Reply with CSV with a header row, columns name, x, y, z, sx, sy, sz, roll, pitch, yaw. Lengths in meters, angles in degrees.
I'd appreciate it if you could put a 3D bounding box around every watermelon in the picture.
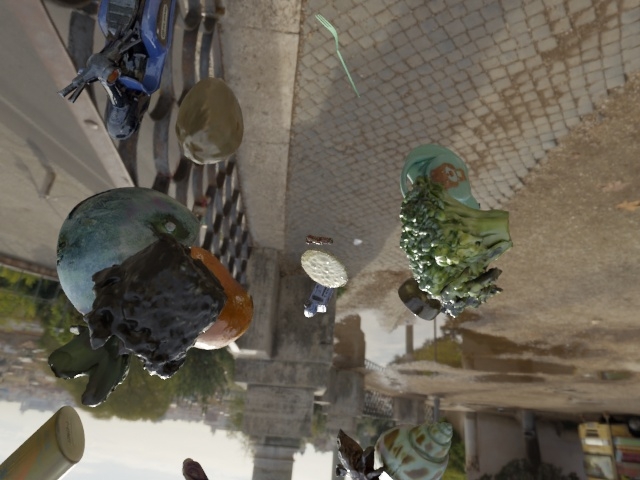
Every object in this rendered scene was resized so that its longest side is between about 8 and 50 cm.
name,x,y,z,sx,sy,sz,roll,pitch,yaw
watermelon,-0.385,-0.023,0.912,0.175,0.321,0.188,-17,122,29

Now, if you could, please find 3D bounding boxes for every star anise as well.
name,x,y,z,sx,sy,sz,roll,pitch,yaw
star anise,0.108,0.702,1.270,0.111,0.257,0.199,5,180,-40

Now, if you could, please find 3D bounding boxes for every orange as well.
name,x,y,z,sx,sy,sz,roll,pitch,yaw
orange,-0.355,0.185,1.322,0.275,0.274,0.310,-9,141,30

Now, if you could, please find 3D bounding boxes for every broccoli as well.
name,x,y,z,sx,sy,sz,roll,pitch,yaw
broccoli,0.301,0.012,1.071,0.272,0.324,0.334,-1,118,41

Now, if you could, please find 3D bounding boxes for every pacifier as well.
name,x,y,z,sx,sy,sz,roll,pitch,yaw
pacifier,0.378,-0.155,1.527,0.289,0.343,0.269,1,155,-17

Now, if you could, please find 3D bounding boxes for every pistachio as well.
name,x,y,z,sx,sy,sz,roll,pitch,yaw
pistachio,-0.257,-0.281,1.038,0.153,0.237,0.138,14,148,-32

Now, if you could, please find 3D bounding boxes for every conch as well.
name,x,y,z,sx,sy,sz,roll,pitch,yaw
conch,0.268,0.671,1.310,0.197,0.249,0.367,-5,131,-18

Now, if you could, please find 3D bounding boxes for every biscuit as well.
name,x,y,z,sx,sy,sz,roll,pitch,yaw
biscuit,0.011,0.080,1.254,0.152,0.020,0.152,20,138,19

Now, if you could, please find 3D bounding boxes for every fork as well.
name,x,y,z,sx,sy,sz,roll,pitch,yaw
fork,0.056,-0.483,1.167,0.021,0.039,0.235,-36,120,-3

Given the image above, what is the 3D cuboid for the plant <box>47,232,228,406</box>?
name,x,y,z,sx,sy,sz,roll,pitch,yaw
plant,-0.222,0.094,0.546,0.131,0.203,0.142,48,172,-39

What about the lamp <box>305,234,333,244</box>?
name,x,y,z,sx,sy,sz,roll,pitch,yaw
lamp,0.000,0.000,1.434,0.083,0.031,0.063,2,-173,-28

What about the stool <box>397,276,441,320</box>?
name,x,y,z,sx,sy,sz,roll,pitch,yaw
stool,0.439,0.149,1.669,0.179,0.179,0.264,19,119,-30

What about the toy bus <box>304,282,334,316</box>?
name,x,y,z,sx,sy,sz,roll,pitch,yaw
toy bus,-0.001,0.197,1.586,0.076,0.167,0.073,18,151,13

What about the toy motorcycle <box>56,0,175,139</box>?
name,x,y,z,sx,sy,sz,roll,pitch,yaw
toy motorcycle,-0.350,-0.362,0.791,0.125,0.358,0.212,10,-175,-3

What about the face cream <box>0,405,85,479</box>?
name,x,y,z,sx,sy,sz,roll,pitch,yaw
face cream,-0.590,0.471,0.874,0.285,0.139,0.067,-44,133,1

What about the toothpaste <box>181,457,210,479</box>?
name,x,y,z,sx,sy,sz,roll,pitch,yaw
toothpaste,-0.267,0.588,1.043,0.075,0.048,0.301,-2,-177,-33
